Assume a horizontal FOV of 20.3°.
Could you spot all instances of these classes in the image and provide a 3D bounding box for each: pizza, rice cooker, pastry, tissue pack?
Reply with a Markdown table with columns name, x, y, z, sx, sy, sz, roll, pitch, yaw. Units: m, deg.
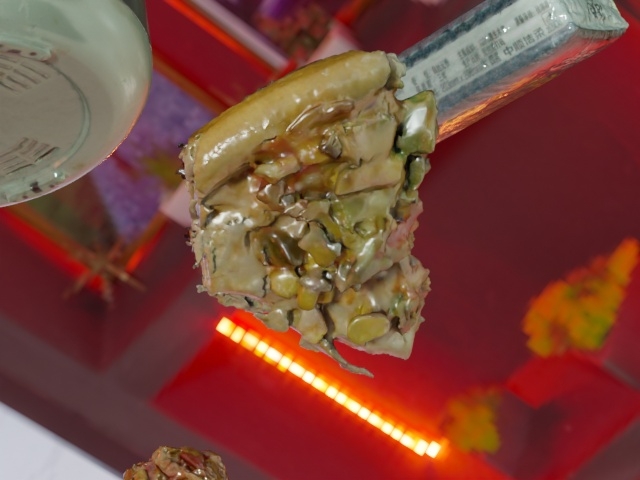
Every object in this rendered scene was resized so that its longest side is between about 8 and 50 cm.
| name | x | y | z | sx | sy | sz | roll | pitch | yaw |
| --- | --- | --- | --- | --- | --- | --- | --- | --- | --- |
| pizza | 0.000 | 0.000 | 1.008 | 0.069 | 0.147 | 0.226 | -123 | 24 | -50 |
| rice cooker | -0.261 | -0.185 | 1.216 | 0.288 | 0.288 | 0.277 | -37 | 52 | 37 |
| pastry | -0.080 | 0.168 | 1.000 | 0.169 | 0.063 | 0.087 | 87 | -165 | -56 |
| tissue pack | 0.151 | -0.165 | 1.709 | 0.257 | 0.081 | 0.185 | -30 | -5 | 24 |
